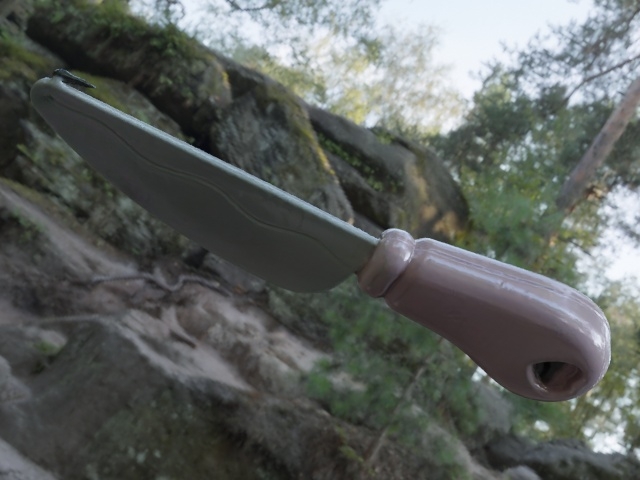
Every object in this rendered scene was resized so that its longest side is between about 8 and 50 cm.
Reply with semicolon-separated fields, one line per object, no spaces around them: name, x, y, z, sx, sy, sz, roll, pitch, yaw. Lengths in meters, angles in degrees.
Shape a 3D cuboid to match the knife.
knife;0.000;0.002;0.434;0.336;0.043;0.081;25;-46;-2
